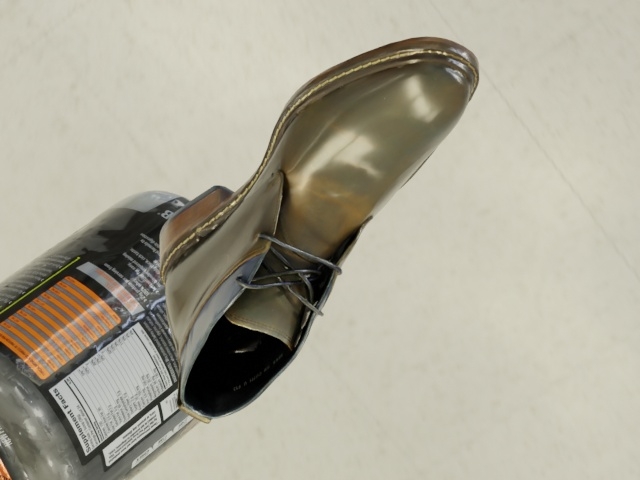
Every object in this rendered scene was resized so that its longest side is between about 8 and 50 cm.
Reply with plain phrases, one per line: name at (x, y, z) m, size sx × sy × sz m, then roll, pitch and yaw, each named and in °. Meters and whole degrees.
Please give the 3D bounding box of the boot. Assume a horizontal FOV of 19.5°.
boot at (0.000, 0.000, 0.875) m, size 0.082 × 0.106 × 0.219 m, roll 24°, pitch 135°, yaw -28°

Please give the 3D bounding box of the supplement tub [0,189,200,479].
supplement tub at (-0.216, 0.118, 1.615) m, size 0.338 × 0.207 × 0.207 m, roll -37°, pitch 120°, yaw -36°
